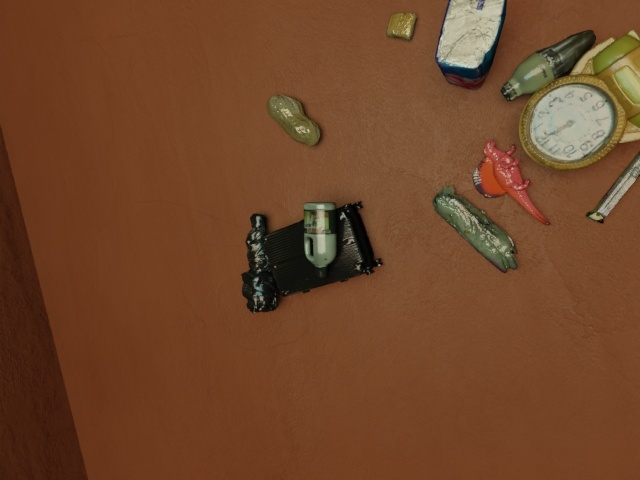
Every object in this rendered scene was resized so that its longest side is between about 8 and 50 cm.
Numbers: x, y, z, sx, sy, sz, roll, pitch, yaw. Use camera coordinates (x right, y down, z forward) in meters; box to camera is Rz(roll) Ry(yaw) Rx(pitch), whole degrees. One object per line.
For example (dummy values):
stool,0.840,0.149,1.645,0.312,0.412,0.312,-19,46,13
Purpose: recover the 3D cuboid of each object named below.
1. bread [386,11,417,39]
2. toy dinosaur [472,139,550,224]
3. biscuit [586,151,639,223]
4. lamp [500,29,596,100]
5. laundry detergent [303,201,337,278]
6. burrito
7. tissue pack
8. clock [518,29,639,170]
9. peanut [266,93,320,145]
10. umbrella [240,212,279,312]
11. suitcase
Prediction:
bread,0.235,-0.624,1.241,0.084,0.035,0.070,16,103,25
toy dinosaur,0.517,-0.145,1.202,0.139,0.070,0.285,-26,92,33
biscuit,0.803,-0.171,1.100,0.048,0.026,0.291,36,109,16
lamp,0.585,-0.451,1.099,0.250,0.101,0.101,-34,86,19
laundry detergent,0.000,0.000,1.248,0.099,0.070,0.225,1,100,14
burrito,0.453,-0.034,1.234,0.309,0.066,0.096,46,116,9
tissue pack,0.385,-0.514,1.073,0.138,0.270,0.209,16,103,19
clock,0.661,-0.314,1.051,0.317,0.200,0.244,-36,81,30
peanut,-0.084,-0.388,1.371,0.099,0.090,0.214,-40,84,-8
umbrella,-0.214,0.082,1.482,0.155,0.128,0.336,-17,79,38
suitcase,-0.001,0.031,1.369,0.335,0.152,0.229,-19,90,23
